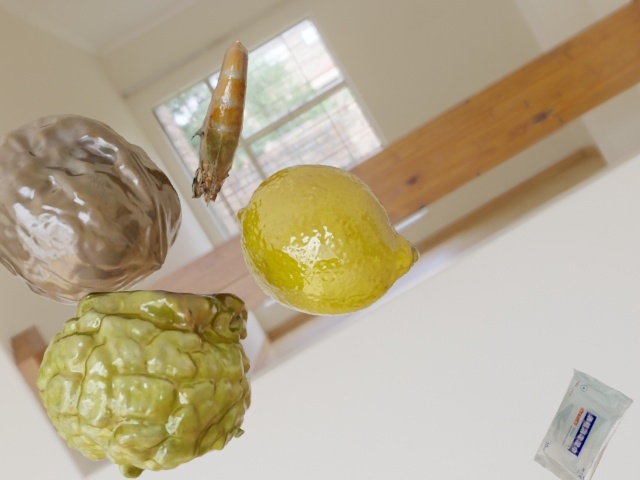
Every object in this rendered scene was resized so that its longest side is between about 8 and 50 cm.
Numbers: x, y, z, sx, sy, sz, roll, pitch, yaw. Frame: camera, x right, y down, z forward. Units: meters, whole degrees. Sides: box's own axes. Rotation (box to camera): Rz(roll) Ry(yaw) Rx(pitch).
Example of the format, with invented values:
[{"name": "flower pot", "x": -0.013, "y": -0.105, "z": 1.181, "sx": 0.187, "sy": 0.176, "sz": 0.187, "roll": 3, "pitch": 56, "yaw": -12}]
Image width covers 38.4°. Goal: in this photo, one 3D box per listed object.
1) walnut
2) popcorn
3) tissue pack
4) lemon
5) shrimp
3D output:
[{"name": "walnut", "x": -0.317, "y": -0.040, "z": 1.207, "sx": 0.227, "sy": 0.273, "sz": 0.273, "roll": -50, "pitch": 3, "yaw": 0}, {"name": "popcorn", "x": -0.182, "y": 0.144, "z": 1.046, "sx": 0.251, "sy": 0.237, "sz": 0.206, "roll": -60, "pitch": 7, "yaw": -36}, {"name": "tissue pack", "x": 0.451, "y": 0.331, "z": 1.594, "sx": 0.026, "sy": 0.193, "sz": 0.122, "roll": 11, "pitch": 15, "yaw": -39}, {"name": "lemon", "x": 0.000, "y": 0.000, "z": 1.134, "sx": 0.244, "sy": 0.186, "sz": 0.187, "roll": 18, "pitch": 26, "yaw": 21}, {"name": "shrimp", "x": -0.145, "y": -0.169, "z": 1.332, "sx": 0.150, "sy": 0.068, "sz": 0.248, "roll": -97, "pitch": 23, "yaw": -68}]
